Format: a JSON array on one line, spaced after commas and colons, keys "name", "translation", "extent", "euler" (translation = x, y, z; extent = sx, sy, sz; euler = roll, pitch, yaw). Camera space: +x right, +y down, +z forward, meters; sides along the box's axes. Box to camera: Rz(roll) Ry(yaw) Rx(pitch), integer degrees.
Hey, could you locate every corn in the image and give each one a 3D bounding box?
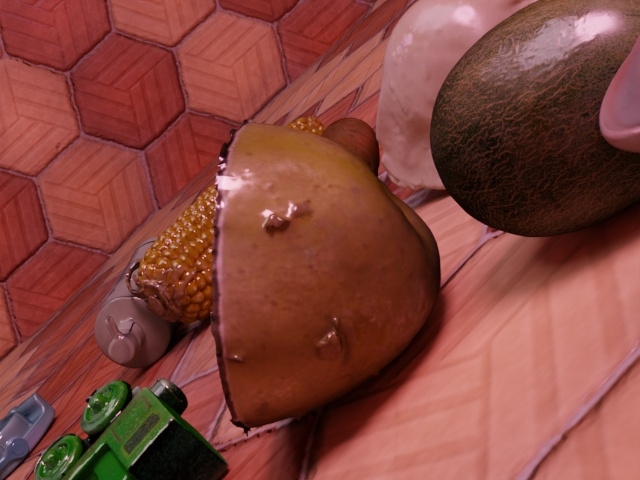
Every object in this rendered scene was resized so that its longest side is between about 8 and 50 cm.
[{"name": "corn", "translation": [-0.081, -0.024, 1.169], "extent": [0.293, 0.106, 0.106], "euler": [-46, 11, -31]}]

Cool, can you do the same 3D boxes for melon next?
[{"name": "melon", "translation": [0.122, -0.062, 0.558], "extent": [0.167, 0.114, 0.114], "euler": [-31, 16, 44]}]

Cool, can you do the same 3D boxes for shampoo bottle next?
[{"name": "shampoo bottle", "translation": [-0.193, 0.072, 1.225], "extent": [0.085, 0.085, 0.262], "euler": [-40, 12, 14]}]

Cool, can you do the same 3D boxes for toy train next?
[{"name": "toy train", "translation": [-0.170, 0.197, 0.715], "extent": [0.251, 0.085, 0.119], "euler": [-49, 27, -9]}]

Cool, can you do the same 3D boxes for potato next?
[{"name": "potato", "translation": [0.011, 0.016, 0.640], "extent": [0.117, 0.182, 0.202], "euler": [-4, -2, 8]}]

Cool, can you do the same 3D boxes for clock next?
[{"name": "clock", "translation": [-0.382, 0.253, 1.313], "extent": [0.108, 0.045, 0.147], "euler": [-39, 12, 28]}]

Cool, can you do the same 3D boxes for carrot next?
[{"name": "carrot", "translation": [0.000, -0.001, 0.892], "extent": [0.070, 0.070, 0.342], "euler": [-37, 19, 30]}]

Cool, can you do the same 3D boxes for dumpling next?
[{"name": "dumpling", "translation": [0.122, -0.120, 0.829], "extent": [0.111, 0.181, 0.155], "euler": [-10, 24, -35]}]

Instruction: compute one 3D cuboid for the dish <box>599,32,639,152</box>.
[{"name": "dish", "translation": [0.215, -0.078, 0.390], "extent": [0.229, 0.081, 0.229], "euler": [-37, 13, 10]}]
